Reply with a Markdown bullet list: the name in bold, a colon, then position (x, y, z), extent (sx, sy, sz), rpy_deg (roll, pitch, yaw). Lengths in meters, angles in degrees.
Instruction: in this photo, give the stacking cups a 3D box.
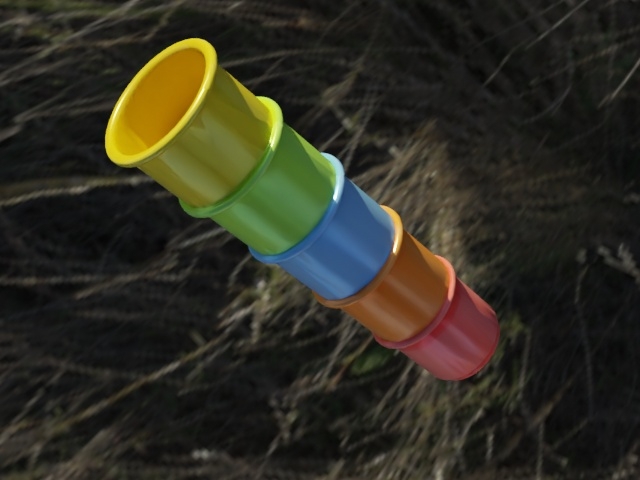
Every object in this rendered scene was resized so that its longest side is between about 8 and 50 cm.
- **stacking cups**: position (0.000, 0.000, 1.187), extent (0.096, 0.096, 0.316), rpy_deg (-33, 126, 24)
